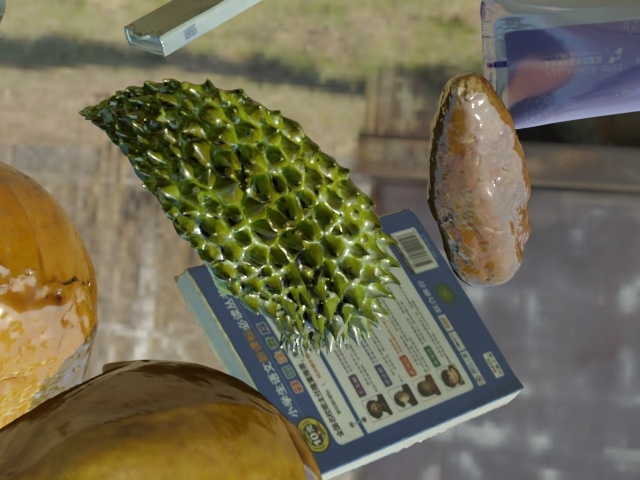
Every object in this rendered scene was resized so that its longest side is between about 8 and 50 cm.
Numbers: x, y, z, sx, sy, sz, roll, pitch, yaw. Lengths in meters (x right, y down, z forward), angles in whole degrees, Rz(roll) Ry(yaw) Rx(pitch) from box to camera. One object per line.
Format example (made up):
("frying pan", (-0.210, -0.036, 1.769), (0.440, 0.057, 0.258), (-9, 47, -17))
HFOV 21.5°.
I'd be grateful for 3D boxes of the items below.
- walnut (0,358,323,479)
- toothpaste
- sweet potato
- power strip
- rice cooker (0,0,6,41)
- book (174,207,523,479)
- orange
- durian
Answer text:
("walnut", (-0.134, 0.188, 1.202), (0.209, 0.209, 0.336), (3, 177, 33))
("toothpaste", (0.303, -0.168, 1.488), (0.371, 0.125, 0.080), (-1, -174, 33))
("sweet potato", (0.139, -0.056, 1.476), (0.097, 0.097, 0.252), (4, 139, 12))
("power strip", (-0.088, -0.180, 1.302), (0.136, 0.019, 0.051), (-35, -145, -31))
("rice cooker", (-0.539, -0.204, 1.894), (0.335, 0.325, 0.335), (22, -174, -2))
("book", (0.047, 0.121, 2.107), (0.428, 0.300, 0.039), (-15, 158, -45))
("orange", (-0.391, 0.062, 1.675), (0.340, 0.341, 0.293), (5, -140, -49))
("durian", (-0.054, -0.021, 1.581), (0.355, 0.157, 0.169), (50, 168, -24))
